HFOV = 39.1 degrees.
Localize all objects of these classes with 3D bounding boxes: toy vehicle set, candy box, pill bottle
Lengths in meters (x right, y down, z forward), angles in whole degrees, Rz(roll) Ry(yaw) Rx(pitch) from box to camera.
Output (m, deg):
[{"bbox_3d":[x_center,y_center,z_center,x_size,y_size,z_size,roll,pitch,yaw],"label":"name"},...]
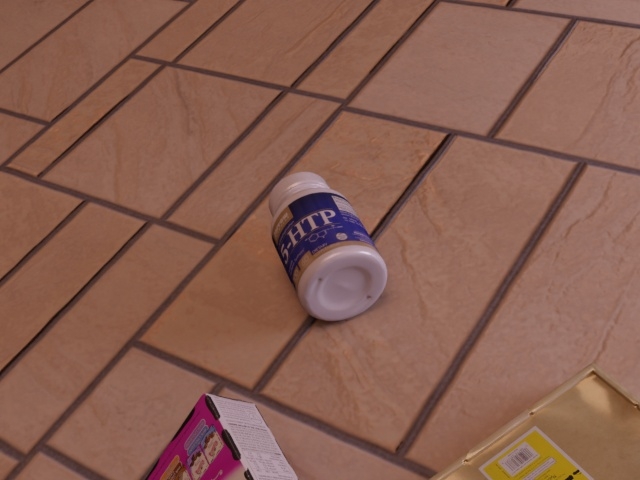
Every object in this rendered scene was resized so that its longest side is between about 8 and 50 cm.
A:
[{"bbox_3d":[0.221,0.245,0.856,0.267,0.035,0.166,-31,45,-15],"label":"toy vehicle set"},{"bbox_3d":[-0.080,0.280,0.832,0.159,0.071,0.233,-55,42,17],"label":"candy box"},{"bbox_3d":[0.000,0.000,1.122,0.112,0.112,0.187,-22,43,-6],"label":"pill bottle"}]
